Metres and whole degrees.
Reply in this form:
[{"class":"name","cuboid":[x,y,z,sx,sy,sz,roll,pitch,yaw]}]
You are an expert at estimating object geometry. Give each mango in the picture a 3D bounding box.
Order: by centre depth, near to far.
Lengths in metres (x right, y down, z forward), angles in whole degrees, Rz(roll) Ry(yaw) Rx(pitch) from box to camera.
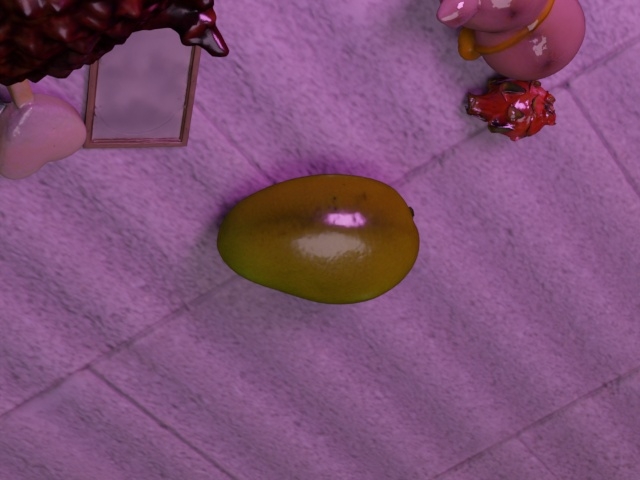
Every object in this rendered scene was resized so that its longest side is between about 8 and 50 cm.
[{"class":"mango","cuboid":[0.006,-0.005,2.131,0.273,0.149,0.185,11,132,-21]}]

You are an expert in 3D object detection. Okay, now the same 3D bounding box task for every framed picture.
[{"class":"framed picture","cuboid":[-0.221,-0.194,1.960,0.136,0.010,0.201,-2,134,-16]}]

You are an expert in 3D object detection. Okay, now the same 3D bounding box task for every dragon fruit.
[{"class":"dragon fruit","cuboid":[0.252,-0.175,2.090,0.116,0.086,0.081,-8,175,0]}]

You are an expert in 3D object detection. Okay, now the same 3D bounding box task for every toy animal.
[{"class":"toy animal","cuboid":[0.235,-0.284,1.934,0.165,0.149,0.248,-44,145,5]}]

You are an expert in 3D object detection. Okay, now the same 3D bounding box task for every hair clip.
[{"class":"hair clip","cuboid":[-0.382,-0.152,1.913,0.218,0.071,0.159,10,128,-32]}]

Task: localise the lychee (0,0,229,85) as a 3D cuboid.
[{"class":"lychee","cuboid":[-0.273,-0.342,1.498,0.424,0.424,0.500,-40,119,21]}]
